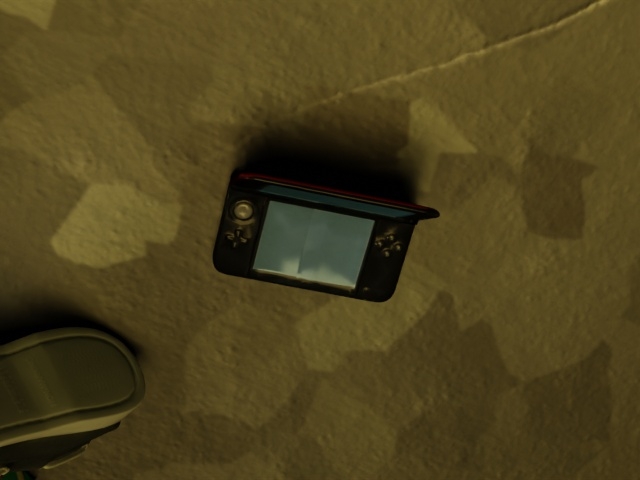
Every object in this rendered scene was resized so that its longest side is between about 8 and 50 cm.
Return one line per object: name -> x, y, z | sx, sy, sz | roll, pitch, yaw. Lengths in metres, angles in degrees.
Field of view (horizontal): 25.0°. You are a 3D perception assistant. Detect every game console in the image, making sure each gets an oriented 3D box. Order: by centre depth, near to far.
game console -> 0.000, 0.000, 1.048 | 0.144, 0.085, 0.124 | 11, 118, -8

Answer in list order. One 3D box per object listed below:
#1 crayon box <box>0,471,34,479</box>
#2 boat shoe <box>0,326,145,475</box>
crayon box -> -0.391, 0.229, 1.164 | 0.278, 0.081, 0.165 | -31, 116, 15
boat shoe -> -0.265, 0.127, 1.032 | 0.302, 0.114, 0.091 | 6, 138, -43
